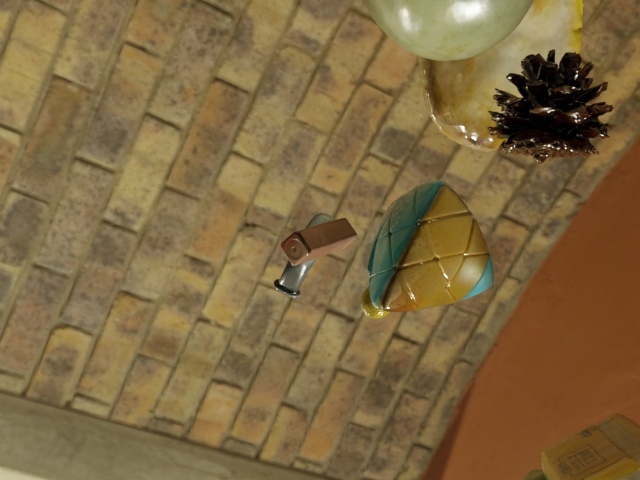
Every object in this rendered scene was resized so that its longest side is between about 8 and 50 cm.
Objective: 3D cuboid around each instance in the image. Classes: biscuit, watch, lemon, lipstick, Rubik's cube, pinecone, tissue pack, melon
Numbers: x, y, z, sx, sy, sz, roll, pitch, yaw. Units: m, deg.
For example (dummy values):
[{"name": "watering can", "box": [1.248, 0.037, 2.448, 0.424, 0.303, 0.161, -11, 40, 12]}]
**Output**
[{"name": "biscuit", "box": [0.415, -0.425, 1.725, 0.104, 0.429, 0.446, 40, -34, 56]}, {"name": "watch", "box": [-0.035, 0.034, 1.754, 0.206, 0.068, 0.193, -61, 179, -27]}, {"name": "lemon", "box": [0.108, 0.109, 1.398, 0.083, 0.062, 0.062, -58, -158, 16]}, {"name": "lipstick", "box": [0.000, 0.000, 1.224, 0.045, 0.145, 0.045, -43, -104, 34]}, {"name": "Rubik's cube", "box": [0.171, -0.027, 1.338, 0.254, 0.254, 0.255, -52, -154, 39]}, {"name": "pinecone", "box": [0.253, -0.145, 0.828, 0.140, 0.140, 0.121, -165, -106, -70]}, {"name": "tissue pack", "box": [0.568, 0.500, 1.357, 0.228, 0.293, 0.382, -31, 173, 6]}, {"name": "melon", "box": [0.175, -0.373, 1.030, 0.308, 0.271, 0.272, 65, 33, -61]}]

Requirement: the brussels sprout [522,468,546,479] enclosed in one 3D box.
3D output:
[{"name": "brussels sprout", "box": [0.466, 0.564, 1.608, 0.155, 0.117, 0.155, -39, 164, -14]}]
